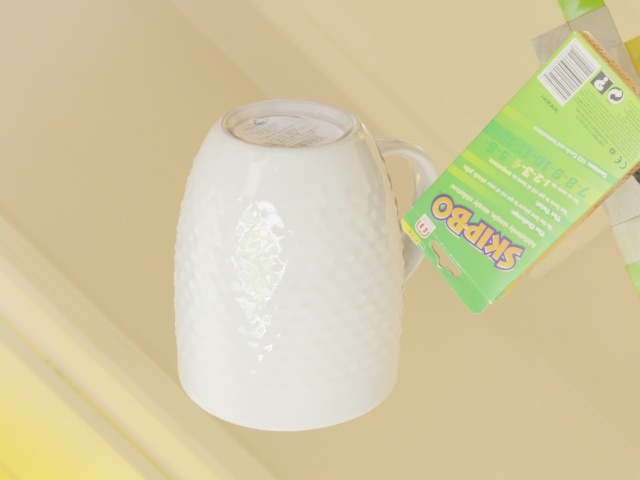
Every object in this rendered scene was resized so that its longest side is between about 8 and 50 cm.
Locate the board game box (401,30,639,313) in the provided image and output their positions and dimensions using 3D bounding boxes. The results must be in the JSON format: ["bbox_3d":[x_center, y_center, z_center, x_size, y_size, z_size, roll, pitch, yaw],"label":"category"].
[{"bbox_3d":[0.190,-0.056,1.132,0.259,0.124,0.039,-47,160,29],"label":"board game box"}]

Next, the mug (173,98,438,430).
[{"bbox_3d":[0.000,0.000,1.492,0.374,0.276,0.328,-20,123,-35],"label":"mug"}]

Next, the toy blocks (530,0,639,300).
[{"bbox_3d":[0.375,-0.129,1.546,0.191,0.381,0.261,-23,177,16],"label":"toy blocks"}]

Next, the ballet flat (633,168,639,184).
[{"bbox_3d":[0.356,-0.050,1.228,0.057,0.173,0.049,-28,143,-8],"label":"ballet flat"}]
